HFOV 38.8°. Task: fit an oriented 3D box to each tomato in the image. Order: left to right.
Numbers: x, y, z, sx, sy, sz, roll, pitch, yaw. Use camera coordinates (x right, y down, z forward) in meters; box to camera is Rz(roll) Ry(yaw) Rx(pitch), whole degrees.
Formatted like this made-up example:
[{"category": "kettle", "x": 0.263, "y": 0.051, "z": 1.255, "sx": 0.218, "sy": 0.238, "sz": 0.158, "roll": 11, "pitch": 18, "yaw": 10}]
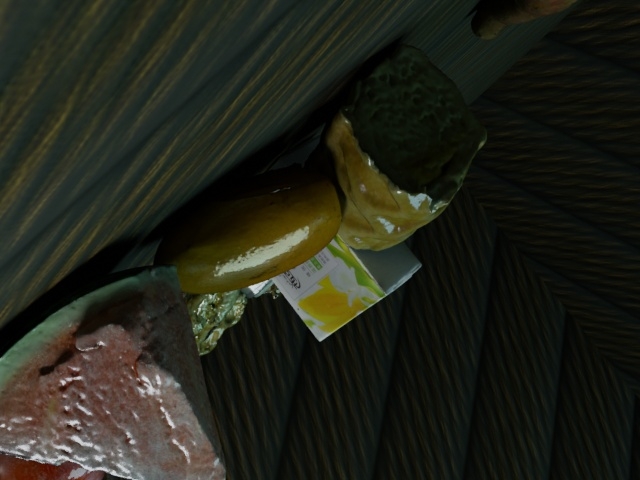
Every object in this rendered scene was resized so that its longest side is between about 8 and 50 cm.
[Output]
[{"category": "tomato", "x": -0.608, "y": 0.494, "z": 1.975, "sx": 0.270, "sy": 0.227, "sz": 0.270, "roll": -42, "pitch": 160, "yaw": -19}]

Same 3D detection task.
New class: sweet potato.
[{"category": "sweet potato", "x": 0.308, "y": -0.360, "z": 1.256, "sx": 0.109, "sy": 0.109, "sz": 0.385, "roll": -39, "pitch": 179, "yaw": -8}]

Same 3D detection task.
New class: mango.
[{"category": "mango", "x": -0.104, "y": -0.004, "z": 1.202, "sx": 0.257, "sy": 0.138, "sz": 0.187, "roll": -26, "pitch": -173, "yaw": -19}]

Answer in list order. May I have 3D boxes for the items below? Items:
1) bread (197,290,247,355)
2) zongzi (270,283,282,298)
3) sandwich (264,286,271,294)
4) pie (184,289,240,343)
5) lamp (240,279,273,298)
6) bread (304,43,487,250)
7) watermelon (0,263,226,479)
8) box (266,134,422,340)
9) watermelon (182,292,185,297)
[{"category": "bread", "x": -0.261, "y": 0.167, "z": 1.743, "sx": 0.267, "sy": 0.130, "sz": 0.152, "roll": -49, "pitch": -148, "yaw": -18}, {"category": "zongzi", "x": -0.033, "y": 0.003, "z": 1.886, "sx": 0.288, "sy": 0.134, "sz": 0.286, "roll": -61, "pitch": -179, "yaw": -10}, {"category": "sandwich", "x": -0.169, "y": 0.088, "z": 1.939, "sx": 0.193, "sy": 0.058, "sz": 0.162, "roll": -3, "pitch": -179, "yaw": 3}, {"category": "pie", "x": -0.200, "y": 0.098, "z": 1.576, "sx": 0.248, "sy": 0.090, "sz": 0.201, "roll": -41, "pitch": -150, "yaw": 57}, {"category": "lamp", "x": -0.040, "y": -0.038, "z": 1.645, "sx": 0.266, "sy": 0.047, "sz": 0.269, "roll": -41, "pitch": -163, "yaw": 18}, {"category": "bread", "x": 0.093, "y": -0.118, "z": 1.224, "sx": 0.238, "sy": 0.196, "sz": 0.252, "roll": -61, "pitch": -178, "yaw": -26}, {"category": "watermelon", "x": -0.240, "y": 0.162, "z": 1.111, "sx": 0.283, "sy": 0.292, "sz": 0.250, "roll": -43, "pitch": -159, "yaw": 13}, {"category": "box", "x": 0.000, "y": 0.000, "z": 1.408, "sx": 0.111, "sy": 0.260, "sz": 0.194, "roll": -38, "pitch": 178, "yaw": -42}, {"category": "watermelon", "x": -0.301, "y": 0.128, "z": 1.571, "sx": 0.241, "sy": 0.094, "sz": 0.154, "roll": -44, "pitch": -178, "yaw": 43}]
